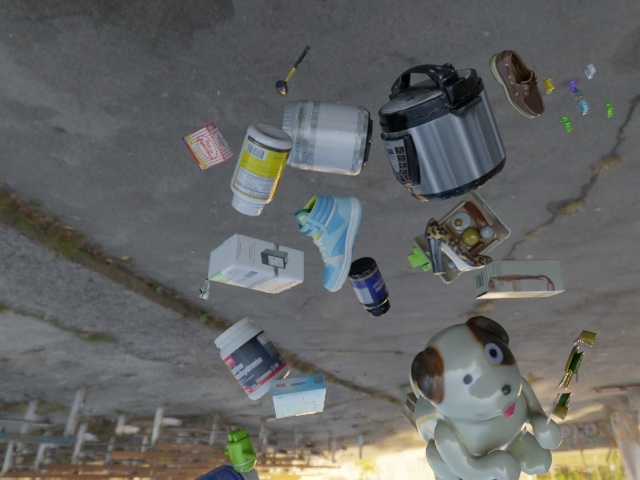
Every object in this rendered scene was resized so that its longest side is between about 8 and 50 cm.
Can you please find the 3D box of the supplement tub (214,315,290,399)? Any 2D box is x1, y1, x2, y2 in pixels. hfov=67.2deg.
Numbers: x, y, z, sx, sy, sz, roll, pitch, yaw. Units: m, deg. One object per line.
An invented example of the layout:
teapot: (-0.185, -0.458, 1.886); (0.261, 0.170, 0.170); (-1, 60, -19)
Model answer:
supplement tub: (-0.262, 0.448, 1.850); (0.191, 0.272, 0.191); (-37, 173, -5)

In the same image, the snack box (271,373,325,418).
snack box: (-0.080, 0.582, 1.788); (0.187, 0.060, 0.322); (-6, 147, -6)

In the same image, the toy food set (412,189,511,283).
toy food set: (0.521, -0.018, 1.805); (0.306, 0.220, 0.092); (-42, 158, 18)

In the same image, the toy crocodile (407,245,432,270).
toy crocodile: (0.495, 0.039, 2.061); (0.105, 0.115, 0.340); (-29, 175, -33)

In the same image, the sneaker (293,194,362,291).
sneaker: (0.000, 0.000, 1.543); (0.208, 0.319, 0.127); (9, -173, -19)

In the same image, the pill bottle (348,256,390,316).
pill bottle: (0.191, 0.183, 1.862); (0.122, 0.123, 0.219); (-13, 118, 25)

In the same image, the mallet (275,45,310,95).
mallet: (-0.096, -0.593, 1.668); (0.039, 0.190, 0.062); (34, -170, 7)

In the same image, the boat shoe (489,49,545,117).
boat shoe: (0.448, -0.345, 1.072); (0.178, 0.064, 0.060); (45, 166, -19)

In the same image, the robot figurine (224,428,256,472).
robot figurine: (-0.213, 0.574, 1.308); (0.101, 0.115, 0.067); (-20, 174, 42)

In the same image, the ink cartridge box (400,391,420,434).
ink cartridge box: (0.400, 0.535, 1.484); (0.234, 0.193, 0.088); (-8, 120, -31)

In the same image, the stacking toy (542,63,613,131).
stacking toy: (0.925, -0.512, 1.734); (0.166, 0.221, 0.052); (-19, 166, 8)

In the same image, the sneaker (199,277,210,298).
sneaker: (-0.429, 0.175, 1.783); (0.036, 0.083, 0.032); (10, 145, -18)

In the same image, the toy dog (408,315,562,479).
toy dog: (0.347, 0.357, 1.090); (0.284, 0.395, 0.408); (-22, 131, -8)

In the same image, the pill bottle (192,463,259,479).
pill bottle: (-0.287, 0.721, 1.345); (0.152, 0.152, 0.272); (-13, 169, 25)

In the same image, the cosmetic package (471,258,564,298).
cosmetic package: (0.762, 0.152, 1.873); (0.296, 0.129, 0.153); (-2, 163, -3)

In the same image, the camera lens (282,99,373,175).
camera lens: (0.021, -0.328, 1.538); (0.274, 0.220, 0.219); (7, 153, 0)

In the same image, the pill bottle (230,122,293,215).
pill bottle: (-0.154, -0.174, 1.208); (0.117, 0.117, 0.215); (12, 120, -22)

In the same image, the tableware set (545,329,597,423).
tableware set: (0.397, 0.214, 0.755); (0.024, 0.154, 0.104); (21, -162, 35)

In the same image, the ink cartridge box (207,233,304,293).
ink cartridge box: (-0.220, 0.087, 1.664); (0.272, 0.115, 0.198); (16, 152, -33)

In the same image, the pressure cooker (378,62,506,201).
pressure cooker: (0.397, -0.390, 1.639); (0.369, 0.375, 0.420); (-13, 116, 32)

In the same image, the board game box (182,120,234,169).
board game box: (-0.436, -0.363, 1.862); (0.193, 0.045, 0.147); (-8, 118, 48)

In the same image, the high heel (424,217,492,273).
high heel: (0.470, 0.010, 1.618); (0.261, 0.186, 0.093); (-4, 170, -26)
